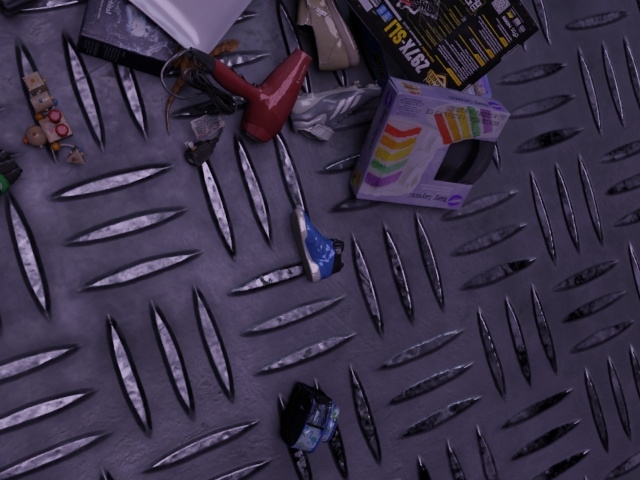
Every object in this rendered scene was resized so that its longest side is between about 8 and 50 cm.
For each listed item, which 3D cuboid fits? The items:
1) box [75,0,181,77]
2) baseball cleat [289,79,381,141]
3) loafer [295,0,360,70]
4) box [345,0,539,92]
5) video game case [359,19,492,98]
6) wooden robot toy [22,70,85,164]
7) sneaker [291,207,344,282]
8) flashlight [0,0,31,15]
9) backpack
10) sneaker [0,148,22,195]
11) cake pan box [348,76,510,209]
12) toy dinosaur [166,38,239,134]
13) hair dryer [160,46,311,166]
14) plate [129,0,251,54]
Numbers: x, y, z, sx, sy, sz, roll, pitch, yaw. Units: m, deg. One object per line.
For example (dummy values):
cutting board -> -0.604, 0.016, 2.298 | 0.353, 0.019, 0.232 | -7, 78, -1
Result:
box -> -0.330, -0.393, 1.142 | 0.158, 0.093, 0.155 | 13, 83, -23
baseball cleat -> 0.032, -0.260, 1.313 | 0.206, 0.072, 0.109 | -13, 107, -19
loafer -> -0.013, -0.454, 1.274 | 0.092, 0.102, 0.268 | -26, 91, 2
box -> 0.223, -0.447, 1.244 | 0.257, 0.079, 0.322 | -39, 112, 14
video game case -> 0.225, -0.407, 1.395 | 0.244, 0.061, 0.269 | -18, 96, -22
wooden robot toy -> -0.468, -0.192, 1.089 | 0.079, 0.076, 0.173 | -27, 98, -11
sneaker -> 0.000, 0.000, 1.282 | 0.085, 0.058, 0.152 | -19, 100, -17
flashlight -> -0.429, -0.498, 1.098 | 0.304, 0.103, 0.103 | -39, 101, -19
backpack -> -0.019, 0.344, 1.236 | 0.084, 0.105, 0.114 | 25, 83, -19
sneaker -> -0.643, -0.156, 0.975 | 0.344, 0.134, 0.146 | 36, 75, -18
cake pan box -> 0.218, -0.184, 1.305 | 0.267, 0.070, 0.245 | 6, 129, -23
toy dinosaur -> -0.241, -0.309, 1.183 | 0.211, 0.112, 0.064 | -41, 136, 20
hair dryer -> -0.131, -0.266, 1.175 | 0.294, 0.080, 0.223 | -33, 144, -25
plate -> -0.216, -0.488, 1.053 | 0.278, 0.045, 0.277 | 38, 111, -22
